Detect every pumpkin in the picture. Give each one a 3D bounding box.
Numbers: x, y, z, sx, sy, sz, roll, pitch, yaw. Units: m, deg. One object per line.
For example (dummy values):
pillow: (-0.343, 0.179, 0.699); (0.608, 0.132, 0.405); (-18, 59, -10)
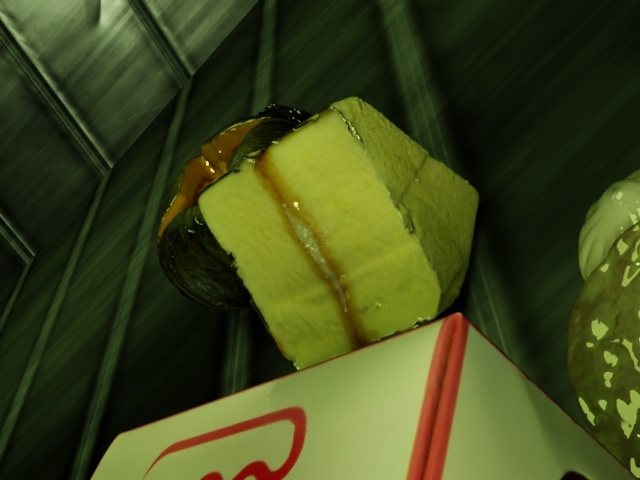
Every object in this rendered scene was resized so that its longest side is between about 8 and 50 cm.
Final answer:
pumpkin: (-0.107, -0.042, 1.182); (0.320, 0.192, 0.320); (-36, 31, 25)

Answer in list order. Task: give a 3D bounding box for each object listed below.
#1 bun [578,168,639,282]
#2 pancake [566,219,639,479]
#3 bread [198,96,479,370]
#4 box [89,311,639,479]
bun: (0.263, -0.013, 0.649); (0.138, 0.094, 0.138); (-37, 26, 21)
pancake: (0.270, 0.072, 0.534); (0.242, 0.050, 0.241); (-28, 49, 37)
bread: (0.000, 0.000, 0.893); (0.263, 0.236, 0.198); (-29, 32, 38)
box: (0.022, 0.269, 0.405); (0.312, 0.314, 0.300); (-27, 31, 40)
